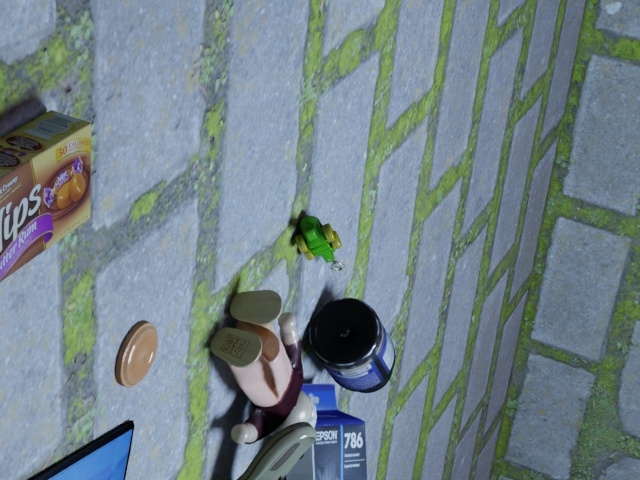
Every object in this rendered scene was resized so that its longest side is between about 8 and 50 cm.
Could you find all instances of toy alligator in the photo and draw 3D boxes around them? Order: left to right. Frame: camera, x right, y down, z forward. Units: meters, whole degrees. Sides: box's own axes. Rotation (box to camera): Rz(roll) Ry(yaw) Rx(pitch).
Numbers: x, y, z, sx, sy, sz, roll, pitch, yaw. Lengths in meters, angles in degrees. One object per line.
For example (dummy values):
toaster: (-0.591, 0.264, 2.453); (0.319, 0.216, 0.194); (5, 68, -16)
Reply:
toy alligator: (0.000, 0.000, 2.028); (0.189, 0.056, 0.051); (49, 20, -68)

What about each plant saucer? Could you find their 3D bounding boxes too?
plant saucer: (-0.220, 0.139, 1.604); (0.083, 0.013, 0.083); (-54, 154, -41)

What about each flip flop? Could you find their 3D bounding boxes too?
flip flop: (-0.085, 0.389, 1.994); (0.277, 0.080, 0.112); (-52, 157, 19)

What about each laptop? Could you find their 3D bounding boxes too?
laptop: (-0.245, 0.386, 1.567); (0.136, 0.264, 0.234); (-40, 174, 26)

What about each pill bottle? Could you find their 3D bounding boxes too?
pill bottle: (0.060, 0.187, 2.243); (0.122, 0.123, 0.219); (-66, 160, -16)

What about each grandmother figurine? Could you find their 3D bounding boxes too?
grandmother figurine: (-0.072, 0.211, 1.949); (0.207, 0.104, 0.342); (-55, 154, -18)

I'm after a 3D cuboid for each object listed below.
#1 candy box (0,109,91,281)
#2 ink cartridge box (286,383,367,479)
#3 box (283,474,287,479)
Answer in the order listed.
candy box: (-0.284, -0.036, 1.217); (0.186, 0.053, 0.109); (-45, 148, -54)
ink cartridge box: (0.011, 0.397, 2.159); (0.165, 0.065, 0.332); (7, 77, -56)
box: (-0.037, 0.468, 2.180); (0.232, 0.058, 0.087); (55, 43, -36)
